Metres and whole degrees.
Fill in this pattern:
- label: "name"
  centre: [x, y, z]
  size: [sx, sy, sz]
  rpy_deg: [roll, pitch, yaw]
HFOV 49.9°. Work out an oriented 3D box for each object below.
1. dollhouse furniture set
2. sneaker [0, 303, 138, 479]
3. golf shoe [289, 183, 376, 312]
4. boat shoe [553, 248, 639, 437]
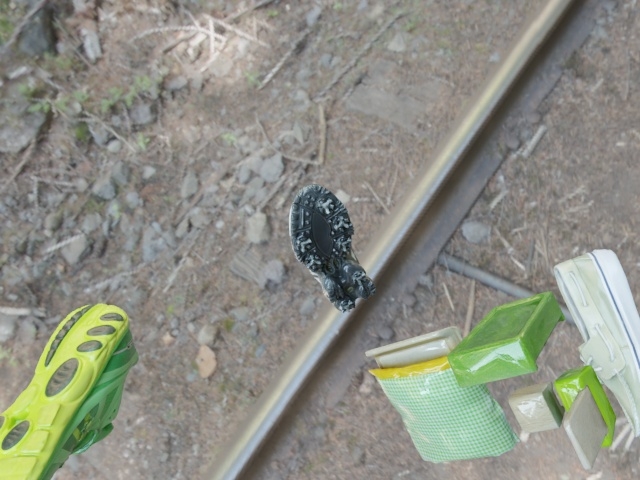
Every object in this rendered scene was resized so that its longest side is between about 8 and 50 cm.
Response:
- label: "dollhouse furniture set"
  centre: [0.185, 0.215, 0.882]
  size: [0.301, 0.151, 0.197]
  rpy_deg: [-24, 94, 37]
- label: "sneaker"
  centre: [-0.285, 0.209, 0.751]
  size: [0.109, 0.123, 0.295]
  rpy_deg: [7, 49, 28]
- label: "golf shoe"
  centre: [0.000, 0.000, 0.825]
  size: [0.077, 0.198, 0.094]
  rpy_deg: [-26, 43, -6]
- label: "boat shoe"
  centre: [0.434, 0.161, 1.025]
  size: [0.094, 0.109, 0.302]
  rpy_deg: [-15, 64, 9]
